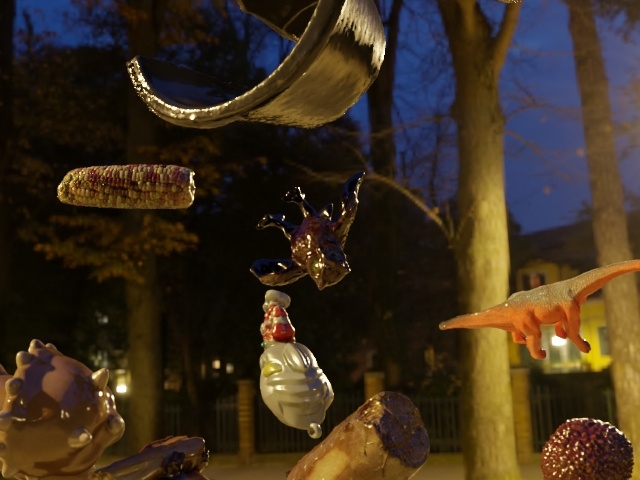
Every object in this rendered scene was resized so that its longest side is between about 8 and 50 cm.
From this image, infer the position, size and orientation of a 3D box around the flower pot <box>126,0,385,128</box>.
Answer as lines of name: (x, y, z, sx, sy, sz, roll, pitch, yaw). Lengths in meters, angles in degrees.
flower pot: (-0.053, -0.300, 1.269, 0.379, 0.379, 0.251, -9, -21, 33)

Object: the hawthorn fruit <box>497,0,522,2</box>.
hawthorn fruit: (0.254, -0.406, 1.070, 0.251, 0.199, 0.199, -29, -25, 36)

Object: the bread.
bread: (-0.320, 0.460, 1.274, 0.370, 0.191, 0.314, -23, -21, -42)

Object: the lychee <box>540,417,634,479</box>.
lychee: (0.353, 0.295, 1.193, 0.123, 0.123, 0.129, -7, -18, 25)

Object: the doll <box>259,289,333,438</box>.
doll: (-0.034, 0.138, 0.991, 0.079, 0.180, 0.094, -4, -37, -21)

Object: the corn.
corn: (-0.362, -0.101, 1.682, 0.253, 0.086, 0.086, 0, -11, -5)

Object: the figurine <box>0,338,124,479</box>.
figurine: (-0.379, 0.216, 1.152, 0.247, 0.177, 0.173, 24, -35, 14)

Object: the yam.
yam: (0.059, 0.342, 1.370, 0.129, 0.128, 0.238, 5, -42, -47)

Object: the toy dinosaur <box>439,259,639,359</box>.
toy dinosaur: (0.261, 0.076, 0.962, 0.280, 0.055, 0.101, -12, -56, 16)

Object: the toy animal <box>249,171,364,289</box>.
toy animal: (0.002, 0.005, 1.275, 0.218, 0.179, 0.116, -41, -41, 11)
